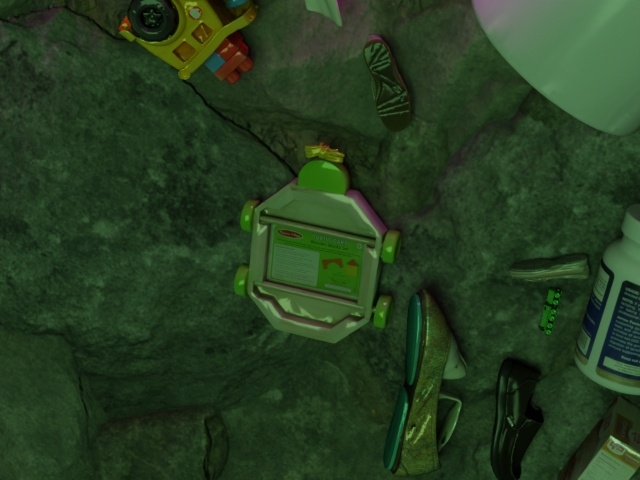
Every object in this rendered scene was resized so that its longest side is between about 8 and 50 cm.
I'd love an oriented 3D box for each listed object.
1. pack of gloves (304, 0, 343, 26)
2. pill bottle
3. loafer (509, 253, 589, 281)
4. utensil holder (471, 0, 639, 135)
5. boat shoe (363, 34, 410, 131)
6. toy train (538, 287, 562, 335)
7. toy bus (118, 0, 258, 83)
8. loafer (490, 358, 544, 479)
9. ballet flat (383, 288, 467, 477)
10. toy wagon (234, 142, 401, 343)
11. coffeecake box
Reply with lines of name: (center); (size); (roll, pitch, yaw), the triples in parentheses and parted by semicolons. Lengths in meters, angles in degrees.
pack of gloves: (-0.064, -0.434, 1.905); (0.195, 0.046, 0.232); (37, 154, 38)
pill bottle: (0.486, 0.086, 1.939); (0.153, 0.153, 0.264); (17, 115, 12)
loafer: (0.362, 0.051, 2.032); (0.125, 0.045, 0.039); (-9, 113, 19)
utensil holder: (0.431, -0.377, 1.691); (0.328, 0.327, 0.385); (41, 121, 0)
boat shoe: (0.104, -0.245, 2.011); (0.056, 0.048, 0.153); (-18, 110, 12)
toy train: (0.368, 0.114, 2.068); (0.024, 0.017, 0.083); (20, 116, 22)
toy bus: (-0.173, -0.356, 2.013); (0.211, 0.149, 0.220); (41, 115, -14)
loafer: (0.326, 0.304, 2.119); (0.078, 0.080, 0.220); (6, 112, 17)
ballet flat: (0.183, 0.239, 2.137); (0.123, 0.123, 0.348); (14, 113, 14)
toy wagon: (0.000, 0.000, 2.123); (0.267, 0.068, 0.344); (13, 113, 14)
coffeecake box: (0.449, 0.361, 2.063); (0.068, 0.142, 0.185); (32, 116, 5)
